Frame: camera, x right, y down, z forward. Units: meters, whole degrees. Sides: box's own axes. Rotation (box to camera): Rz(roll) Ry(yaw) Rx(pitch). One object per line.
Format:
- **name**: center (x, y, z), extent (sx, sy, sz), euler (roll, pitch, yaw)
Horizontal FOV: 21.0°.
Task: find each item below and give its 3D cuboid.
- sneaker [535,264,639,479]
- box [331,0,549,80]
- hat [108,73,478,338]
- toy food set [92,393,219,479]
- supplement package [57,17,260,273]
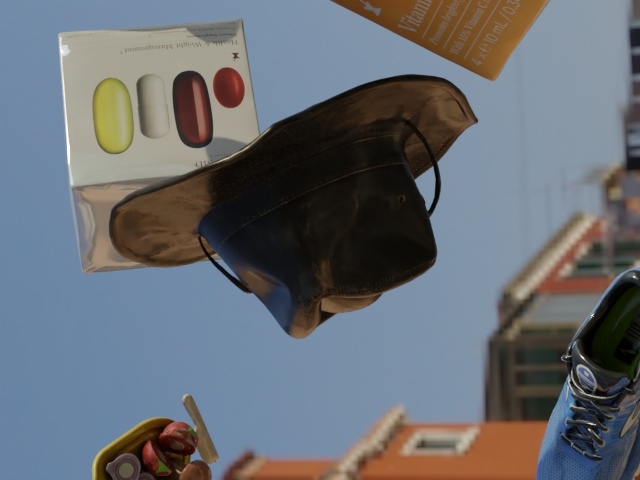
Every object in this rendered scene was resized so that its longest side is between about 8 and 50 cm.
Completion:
- **sneaker**: center (0.314, 0.169, 1.958), extent (0.147, 0.129, 0.330), euler (6, -73, -56)
- **box**: center (0.020, -0.285, 1.119), extent (0.168, 0.345, 0.215), euler (-64, 1, -22)
- **hat**: center (0.000, 0.000, 1.348), extent (0.134, 0.331, 0.331), euler (69, -162, 12)
- **toy food set**: center (-0.194, 0.289, 2.118), extent (0.218, 0.071, 0.128), euler (-35, -55, -35)
- **supplement package**: center (-0.161, -0.098, 1.758), extent (0.149, 0.194, 0.203), euler (93, 169, -54)
